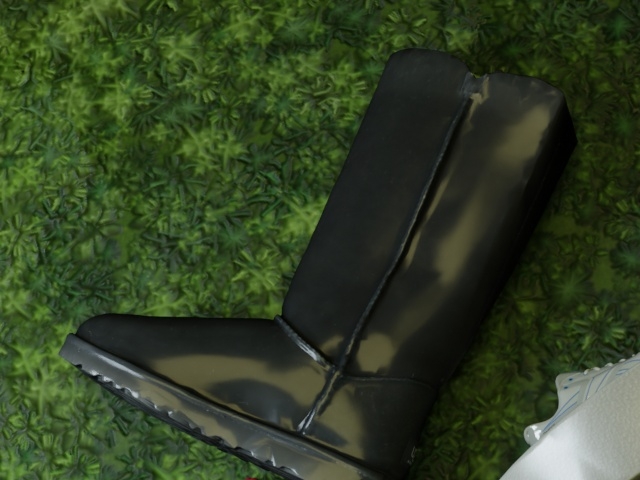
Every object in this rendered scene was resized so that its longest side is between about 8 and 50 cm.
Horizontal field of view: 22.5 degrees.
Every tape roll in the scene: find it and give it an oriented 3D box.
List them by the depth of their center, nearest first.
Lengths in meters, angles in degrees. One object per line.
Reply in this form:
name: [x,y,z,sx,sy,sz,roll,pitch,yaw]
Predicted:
tape roll: [0.299,0.177,1.289,0.392,0.392,0.072,-31,63,0]

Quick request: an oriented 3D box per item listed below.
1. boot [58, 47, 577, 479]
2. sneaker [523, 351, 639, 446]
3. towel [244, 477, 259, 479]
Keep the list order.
boot: [0.002,0.001,1.569,0.367,0.146,0.445,23,78,12]
sneaker: [0.265,0.137,1.492,0.190,0.071,0.083,-42,58,-6]
towel: [-0.023,0.368,1.487,0.275,0.031,0.199,33,77,23]
